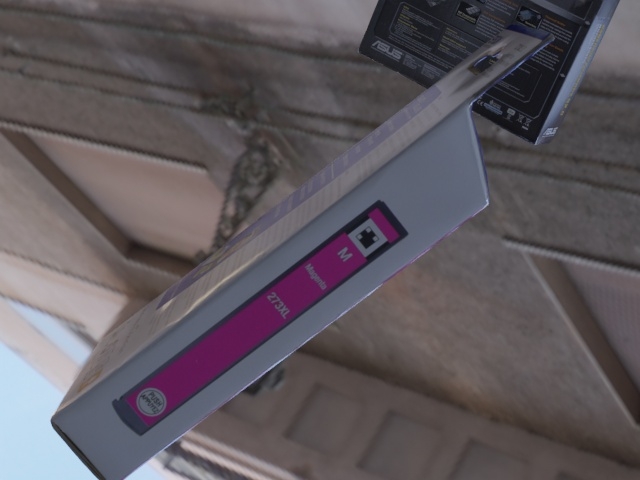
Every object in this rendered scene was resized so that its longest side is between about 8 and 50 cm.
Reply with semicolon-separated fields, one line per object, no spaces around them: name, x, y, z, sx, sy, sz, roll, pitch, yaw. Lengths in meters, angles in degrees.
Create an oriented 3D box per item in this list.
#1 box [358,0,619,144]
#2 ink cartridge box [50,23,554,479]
box;0.174;-0.232;1.389;0.231;0.056;0.183;30;-70;21
ink cartridge box;0.000;0.000;0.843;0.371;0.069;0.176;-40;-172;8
